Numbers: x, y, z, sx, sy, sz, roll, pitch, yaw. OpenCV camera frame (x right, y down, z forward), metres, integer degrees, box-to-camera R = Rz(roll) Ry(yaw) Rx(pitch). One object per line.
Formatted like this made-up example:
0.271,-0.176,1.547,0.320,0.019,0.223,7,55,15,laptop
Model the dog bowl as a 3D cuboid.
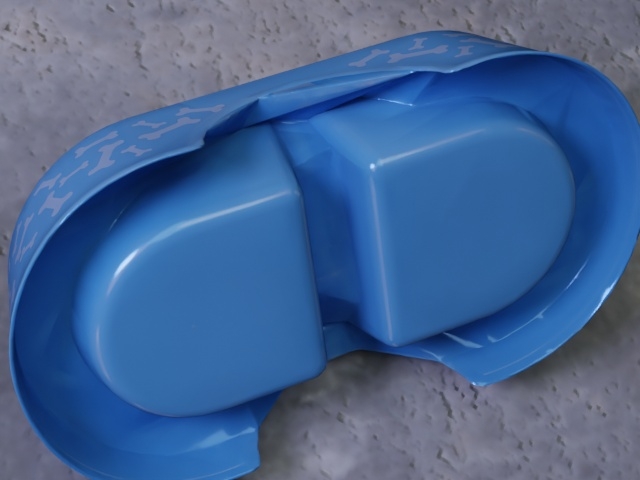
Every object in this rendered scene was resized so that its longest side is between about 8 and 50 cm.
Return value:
0.000,0.000,0.706,0.297,0.165,0.074,-18,33,-16,dog bowl
